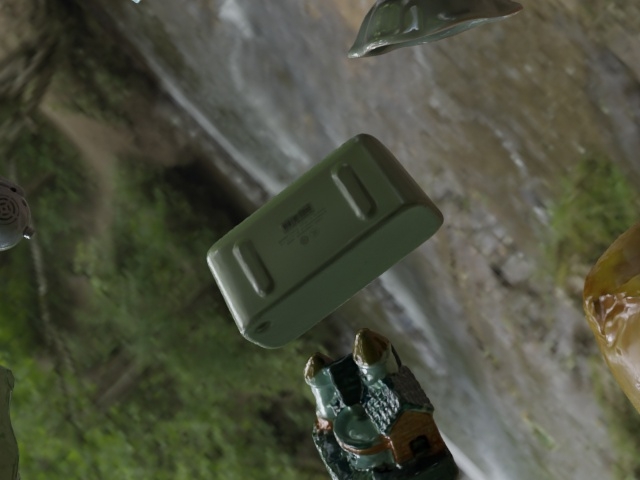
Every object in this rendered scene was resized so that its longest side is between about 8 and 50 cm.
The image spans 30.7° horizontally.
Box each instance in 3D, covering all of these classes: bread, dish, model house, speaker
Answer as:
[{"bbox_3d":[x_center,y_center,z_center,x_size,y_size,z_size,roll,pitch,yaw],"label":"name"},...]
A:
[{"bbox_3d":[0.584,0.139,1.745,0.394,0.361,0.250,53,147,6],"label":"bread"},{"bbox_3d":[0.135,-0.294,1.470,0.229,0.229,0.081,-166,61,-80],"label":"dish"},{"bbox_3d":[0.072,0.248,1.797,0.253,0.184,0.291,-123,13,-54],"label":"model house"},{"bbox_3d":[0.000,0.000,2.092,0.184,0.406,0.183,57,-170,28],"label":"speaker"}]

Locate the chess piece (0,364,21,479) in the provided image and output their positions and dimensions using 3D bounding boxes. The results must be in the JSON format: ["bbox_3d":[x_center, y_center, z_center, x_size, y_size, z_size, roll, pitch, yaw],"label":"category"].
[{"bbox_3d":[-0.354,0.125,0.967,0.298,0.176,0.176,51,173,-27],"label":"chess piece"}]

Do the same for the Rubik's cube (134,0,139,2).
[{"bbox_3d":[-0.351,-0.487,2.180,0.075,0.084,0.073,46,154,-12],"label":"Rubik's cube"}]

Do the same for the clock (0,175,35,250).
[{"bbox_3d":[-0.573,-0.065,1.849,0.254,0.189,0.189,28,179,-15],"label":"clock"}]
